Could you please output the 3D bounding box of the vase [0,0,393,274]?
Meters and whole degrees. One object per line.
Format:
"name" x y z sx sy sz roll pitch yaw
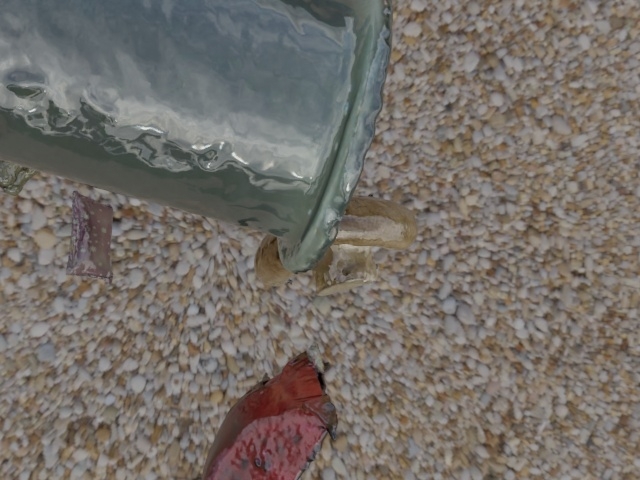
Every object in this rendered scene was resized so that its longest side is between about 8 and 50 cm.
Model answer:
"vase" -0.122 -0.118 0.564 0.291 0.245 0.245 12 89 -15

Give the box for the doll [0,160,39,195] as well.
"doll" -0.432 -0.191 1.357 0.286 0.091 0.203 -16 130 -30

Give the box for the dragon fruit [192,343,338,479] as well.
"dragon fruit" -0.099 0.288 1.038 0.100 0.282 0.343 27 103 -9

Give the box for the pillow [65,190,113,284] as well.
"pillow" -0.453 -0.005 1.541 0.043 0.118 0.185 -17 64 28

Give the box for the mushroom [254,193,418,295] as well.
"mushroom" 0.000 0.000 1.207 0.285 0.151 0.156 -19 75 21
